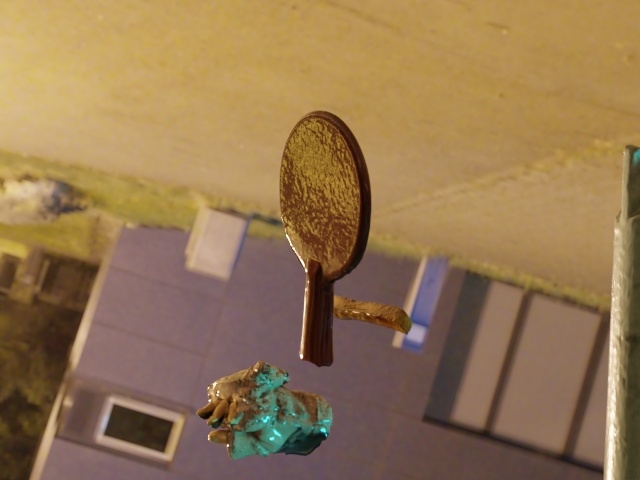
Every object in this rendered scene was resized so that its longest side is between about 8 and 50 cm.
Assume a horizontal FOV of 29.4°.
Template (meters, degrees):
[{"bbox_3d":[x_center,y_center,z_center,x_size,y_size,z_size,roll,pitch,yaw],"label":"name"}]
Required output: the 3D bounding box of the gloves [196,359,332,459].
[{"bbox_3d":[-0.060,0.184,1.331,0.110,0.094,0.144,-27,133,30],"label":"gloves"}]

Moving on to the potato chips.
[{"bbox_3d":[0.037,0.075,1.246,0.037,0.026,0.204,50,160,-16],"label":"potato chips"}]

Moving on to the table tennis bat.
[{"bbox_3d":[0.000,0.000,0.723,0.019,0.154,0.098,-7,-163,-31],"label":"table tennis bat"}]

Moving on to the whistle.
[{"bbox_3d":[0.247,0.085,0.919,0.062,0.312,0.062,3,177,0],"label":"whistle"}]
